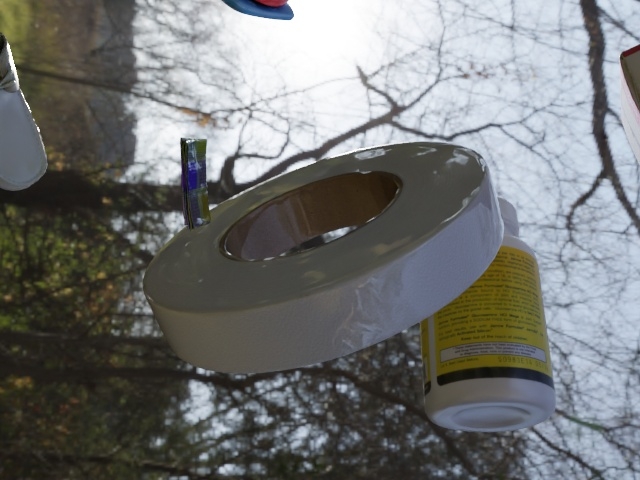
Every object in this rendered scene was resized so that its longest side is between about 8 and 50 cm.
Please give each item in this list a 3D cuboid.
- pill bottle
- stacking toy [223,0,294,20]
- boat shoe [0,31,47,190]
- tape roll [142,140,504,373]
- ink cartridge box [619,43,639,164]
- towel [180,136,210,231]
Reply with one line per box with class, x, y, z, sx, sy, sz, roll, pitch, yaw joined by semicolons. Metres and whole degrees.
pill bottle;0.245;0.107;1.177;0.188;0.187;0.334;131;-34;-55
stacking toy;-0.061;-0.522;1.262;0.302;0.165;0.175;-45;-111;33
boat shoe;-0.383;-0.175;0.816;0.103;0.113;0.302;8;-43;41
tape roll;0.000;0.000;0.833;0.392;0.392;0.072;35;-31;65
ink cartridge box;0.458;-0.166;0.875;0.207;0.283;0.117;-24;-103;18
towel;-0.113;-0.052;0.706;0.060;0.009;0.083;-29;118;-77
